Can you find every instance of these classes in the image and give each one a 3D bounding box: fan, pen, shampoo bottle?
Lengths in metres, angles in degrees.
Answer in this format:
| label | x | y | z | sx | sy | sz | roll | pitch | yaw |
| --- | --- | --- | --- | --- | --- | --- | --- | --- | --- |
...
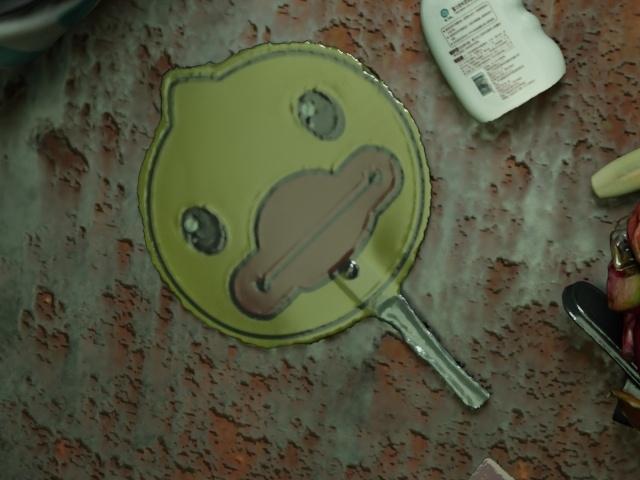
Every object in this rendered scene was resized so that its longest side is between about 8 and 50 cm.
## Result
| label | x | y | z | sx | sy | sz | roll | pitch | yaw |
| --- | --- | --- | --- | --- | --- | --- | --- | --- | --- |
| fan | 0.000 | 0.000 | 1.117 | 0.229 | 0.011 | 0.335 | -44 | 87 | 17 |
| pen | 0.289 | -0.084 | 1.024 | 0.233 | 0.032 | 0.040 | -22 | 72 | 17 |
| shampoo bottle | 0.099 | -0.159 | 1.045 | 0.077 | 0.045 | 0.152 | -32 | 94 | 19 |

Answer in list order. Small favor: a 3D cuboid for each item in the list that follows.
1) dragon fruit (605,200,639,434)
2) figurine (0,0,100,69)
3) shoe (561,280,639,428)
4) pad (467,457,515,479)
| label | x | y | z | sx | sy | sz | roll | pitch | yaw |
| --- | --- | --- | --- | --- | --- | --- | --- | --- | --- |
| dragon fruit | 0.333 | 0.076 | 0.949 | 0.315 | 0.250 | 0.250 | 36 | 107 | -15 |
| figurine | -0.212 | -0.266 | 1.030 | 0.266 | 0.361 | 0.378 | 50 | 140 | 3 |
| shoe | 0.216 | 0.097 | 1.063 | 0.159 | 0.062 | 0.053 | 46 | 120 | 1 |
| pad | 0.163 | 0.258 | 1.132 | 0.188 | 0.006 | 0.113 | 39 | 107 | 4 |
